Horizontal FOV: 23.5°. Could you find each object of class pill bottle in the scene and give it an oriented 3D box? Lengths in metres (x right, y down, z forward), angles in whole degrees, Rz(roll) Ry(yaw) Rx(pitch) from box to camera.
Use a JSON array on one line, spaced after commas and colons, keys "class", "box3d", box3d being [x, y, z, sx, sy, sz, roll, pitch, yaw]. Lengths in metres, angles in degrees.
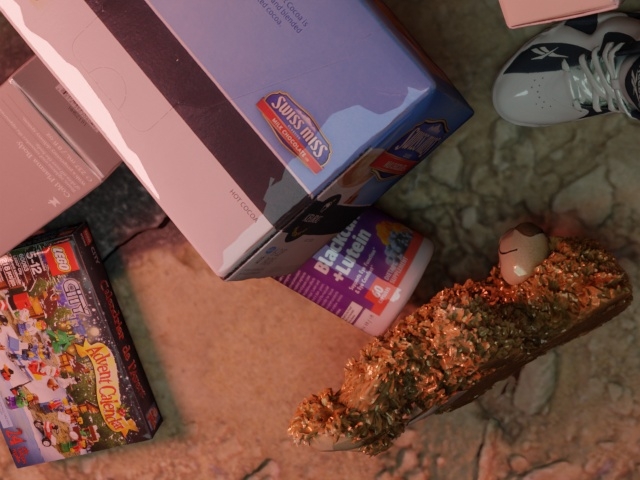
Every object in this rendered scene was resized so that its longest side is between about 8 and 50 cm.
[{"class": "pill bottle", "box3d": [0.000, 0.000, 1.445, 0.193, 0.108, 0.108, 30, 113, -1]}]

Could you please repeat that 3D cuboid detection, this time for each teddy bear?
[{"class": "teddy bear", "box3d": [0.114, 0.090, 1.395, 0.338, 0.245, 0.113, -36, 74, 22]}]

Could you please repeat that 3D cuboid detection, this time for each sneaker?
[{"class": "sneaker", "box3d": [0.255, -0.140, 1.317, 0.235, 0.153, 0.094, -9, 107, 15]}]

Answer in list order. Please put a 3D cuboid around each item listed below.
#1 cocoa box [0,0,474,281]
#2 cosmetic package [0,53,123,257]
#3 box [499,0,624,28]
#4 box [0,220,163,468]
[{"class": "cocoa box", "box3d": [-0.076, -0.169, 1.272, 0.228, 0.231, 0.347, -41, 81, 9]}, {"class": "cosmetic package", "box3d": [-0.279, -0.079, 1.434, 0.127, 0.107, 0.238, 47, 133, -10]}, {"class": "box", "box3d": [0.222, -0.261, 1.206, 0.094, 0.275, 0.113, -8, 108, 33]}, {"class": "box", "box3d": [-0.277, 0.110, 1.578, 0.159, 0.044, 0.233, -14, 107, 16]}]
